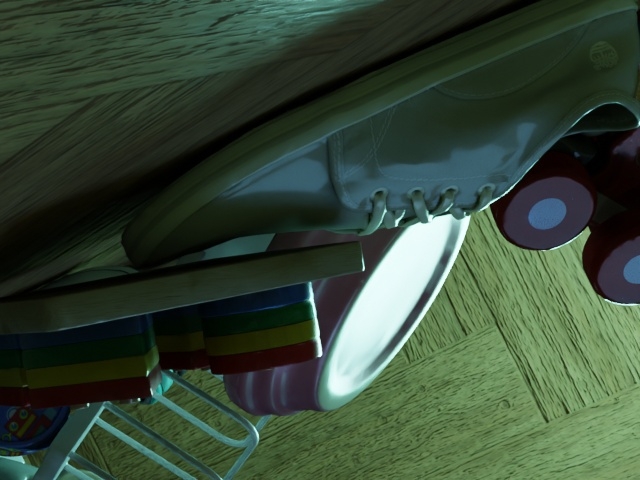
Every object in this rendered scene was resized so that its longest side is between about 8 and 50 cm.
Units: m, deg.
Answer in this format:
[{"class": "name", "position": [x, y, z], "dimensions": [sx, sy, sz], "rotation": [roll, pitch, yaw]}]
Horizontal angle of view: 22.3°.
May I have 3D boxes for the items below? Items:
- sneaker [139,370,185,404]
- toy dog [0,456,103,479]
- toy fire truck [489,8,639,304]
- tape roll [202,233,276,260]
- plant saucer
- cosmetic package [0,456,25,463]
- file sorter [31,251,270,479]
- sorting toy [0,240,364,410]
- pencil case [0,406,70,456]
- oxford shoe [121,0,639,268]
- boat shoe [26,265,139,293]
[{"class": "sneaker", "position": [-0.191, 0.131, 2.027], "dimensions": [0.178, 0.124, 0.295], "rotation": [-31, 168, -8]}, {"class": "toy dog", "position": [-0.391, 0.304, 1.729], "dimensions": [0.333, 0.161, 0.220], "rotation": [10, 167, -6]}, {"class": "toy fire truck", "position": [0.289, -0.104, 1.554], "dimensions": [0.254, 0.302, 0.169], "rotation": [-48, -149, 23]}, {"class": "tape roll", "position": [0.000, 0.000, 1.812], "dimensions": [0.286, 0.100, 0.286], "rotation": [-27, 175, -2]}, {"class": "plant saucer", "position": [0.040, 0.034, 1.519], "dimensions": [0.332, 0.084, 0.332], "rotation": [-49, 160, -24]}, {"class": "cosmetic package", "position": [-0.513, 0.291, 2.103], "dimensions": [0.231, 0.117, 0.085], "rotation": [-20, 173, -46]}, {"class": "file sorter", "position": [-0.155, 0.188, 1.662], "dimensions": [0.278, 0.173, 0.193], "rotation": [-57, -178, -35]}, {"class": "sorting toy", "position": [-0.132, 0.070, 1.260], "dimensions": [0.257, 0.089, 0.255], "rotation": [-10, -179, -31]}, {"class": "pencil case", "position": [-0.323, 0.160, 1.691], "dimensions": [0.306, 0.133, 0.119], "rotation": [138, -26, -76]}, {"class": "oxford shoe", "position": [0.063, -0.066, 1.256], "dimensions": [0.449, 0.130, 0.169], "rotation": [-24, 179, -10]}, {"class": "boat shoe", "position": [-0.259, 0.090, 1.452], "dimensions": [0.226, 0.083, 0.076], "rotation": [-27, 177, 7]}]
